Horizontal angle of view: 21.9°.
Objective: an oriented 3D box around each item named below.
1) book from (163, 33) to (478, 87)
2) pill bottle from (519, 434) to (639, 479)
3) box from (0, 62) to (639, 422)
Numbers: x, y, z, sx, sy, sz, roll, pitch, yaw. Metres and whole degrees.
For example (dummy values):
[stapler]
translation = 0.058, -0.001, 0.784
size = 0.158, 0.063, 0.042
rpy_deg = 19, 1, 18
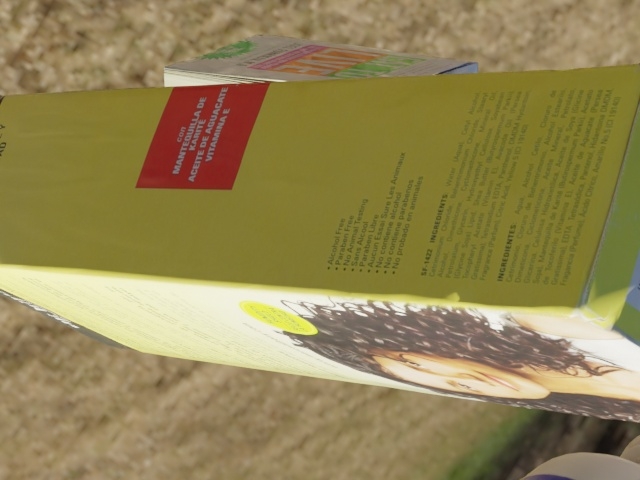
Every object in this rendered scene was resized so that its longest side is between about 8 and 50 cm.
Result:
[book]
translation = 0.001, -0.085, 0.901
size = 0.096, 0.144, 0.035
rpy_deg = -30, 124, -50
[pill bottle]
translation = 0.105, 0.190, 0.732
size = 0.272, 0.152, 0.152
rpy_deg = -32, 144, -28
[box]
translation = 0.000, 0.000, 0.421
size = 0.087, 0.232, 0.058
rpy_deg = 30, 72, -41
